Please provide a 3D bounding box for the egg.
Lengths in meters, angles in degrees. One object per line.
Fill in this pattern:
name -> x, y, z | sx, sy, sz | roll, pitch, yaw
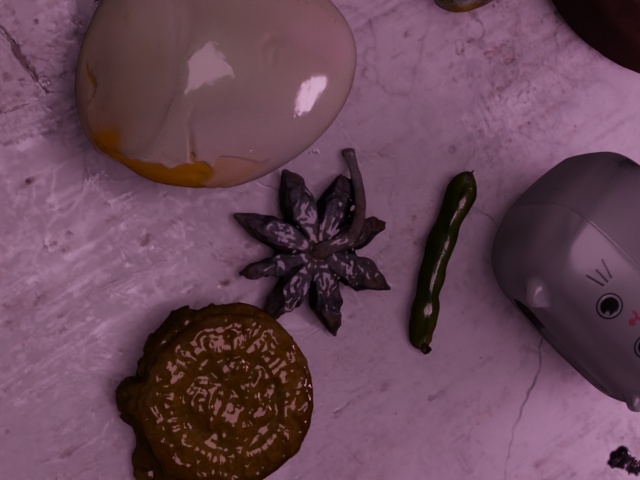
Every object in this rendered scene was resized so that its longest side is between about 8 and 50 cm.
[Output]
egg -> -0.119, -0.206, 1.804 | 0.345, 0.283, 0.283 | -11, 95, -32

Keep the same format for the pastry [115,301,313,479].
pastry -> -0.128, 0.194, 1.879 | 0.235, 0.132, 0.240 | -15, 95, -21

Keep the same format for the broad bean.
broad bean -> 0.161, 0.026, 2.029 | 0.053, 0.052, 0.256 | 17, 86, -34

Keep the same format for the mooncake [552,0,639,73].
mooncake -> 0.471, -0.396, 2.081 | 0.326, 0.174, 0.333 | -16, 95, -22

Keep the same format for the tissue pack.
tissue pack -> 0.389, 0.066, 2.019 | 0.333, 0.229, 0.236 | 46, 75, -15

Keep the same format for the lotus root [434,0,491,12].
lotus root -> 0.222, -0.381, 2.030 | 0.192, 0.088, 0.113 | -34, 118, -18

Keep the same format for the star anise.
star anise -> -0.001, 0.000, 1.954 | 0.230, 0.081, 0.262 | 27, 83, -8
